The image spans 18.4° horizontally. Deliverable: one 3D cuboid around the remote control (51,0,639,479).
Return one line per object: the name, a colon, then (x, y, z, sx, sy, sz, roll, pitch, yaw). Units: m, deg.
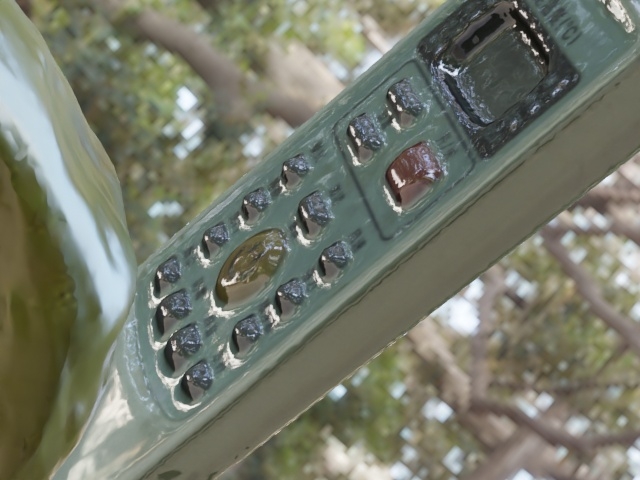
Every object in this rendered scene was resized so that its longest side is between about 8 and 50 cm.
remote control: (0.000, 0.000, 0.699, 0.038, 0.285, 0.123, 46, 13, -29)

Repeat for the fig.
fig: (-0.111, -0.006, 0.395, 0.165, 0.144, 0.154, 88, -16, -50)
